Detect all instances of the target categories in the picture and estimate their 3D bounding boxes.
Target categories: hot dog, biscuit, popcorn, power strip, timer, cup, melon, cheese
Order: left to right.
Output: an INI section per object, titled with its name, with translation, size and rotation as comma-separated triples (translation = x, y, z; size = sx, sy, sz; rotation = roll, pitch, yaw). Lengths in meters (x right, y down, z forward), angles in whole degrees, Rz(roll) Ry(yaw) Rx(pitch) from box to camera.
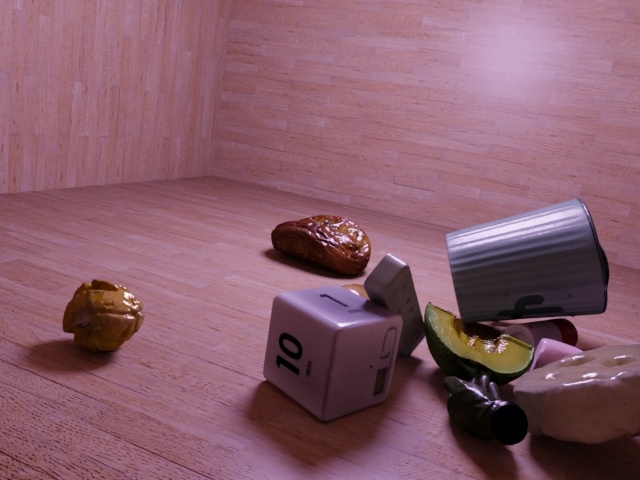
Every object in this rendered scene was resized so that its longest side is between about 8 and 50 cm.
[popcorn]
translation = -0.454, 0.159, 1.185
size = 0.167, 0.149, 0.152
rotation = 22, -6, 12
[hot dog]
translation = 0.000, 0.000, 2.083
size = 0.387, 0.175, 0.266
rotation = 18, 18, 31
[timer]
translation = 0.022, 0.215, 1.143
size = 0.194, 0.193, 0.194
rotation = -4, 18, -43
[power strip]
translation = 0.178, 0.163, 1.280
size = 0.062, 0.091, 0.385
rotation = 32, -18, 32
[melon]
translation = 0.335, 0.272, 1.288
size = 0.264, 0.129, 0.169
rotation = 24, 28, 7
[biscuit]
translation = 0.417, 0.261, 1.579
size = 0.187, 0.027, 0.188
rotation = 7, 12, -2
[cup]
translation = 0.578, 0.109, 1.591
size = 0.391, 0.401, 0.310
rotation = -11, 25, 15
[cheese]
translation = 0.537, 0.285, 1.090
size = 0.326, 0.115, 0.318
rotation = -16, -7, -19

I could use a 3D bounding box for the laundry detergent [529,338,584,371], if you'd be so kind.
[laundry detergent]
translation = 0.653, 0.319, 1.278
size = 0.334, 0.088, 0.159
rotation = 17, -26, 19

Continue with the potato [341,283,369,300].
[potato]
translation = 0.110, 0.181, 1.475
size = 0.233, 0.146, 0.151
rotation = 15, 46, -48

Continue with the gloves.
[gloves]
translation = 0.303, 0.318, 1.079
size = 0.135, 0.107, 0.268
rotation = 40, 2, -1

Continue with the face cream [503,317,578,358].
[face cream]
translation = 0.595, 0.264, 1.532
size = 0.214, 0.096, 0.095
rotation = 0, 16, -37
